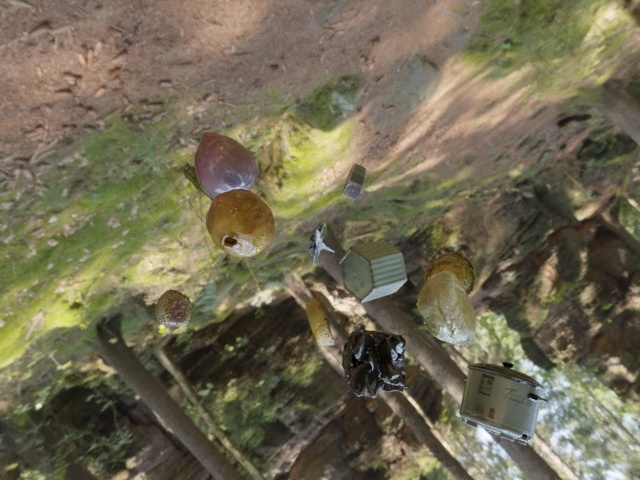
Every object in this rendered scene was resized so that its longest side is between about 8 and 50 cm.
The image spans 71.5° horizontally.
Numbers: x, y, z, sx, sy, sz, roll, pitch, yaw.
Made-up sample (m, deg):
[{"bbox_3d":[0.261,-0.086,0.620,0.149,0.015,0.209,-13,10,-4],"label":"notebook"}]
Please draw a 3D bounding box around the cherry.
[{"bbox_3d":[-0.360,-0.266,1.630,0.239,0.239,0.206,131,-21,-57],"label":"cherry"}]

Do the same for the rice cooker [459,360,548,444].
[{"bbox_3d":[0.577,0.501,1.419,0.280,0.241,0.227,-9,-121,61],"label":"rice cooker"}]

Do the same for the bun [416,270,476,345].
[{"bbox_3d":[0.352,0.199,1.268,0.134,0.221,0.220,-22,-172,29],"label":"bun"}]

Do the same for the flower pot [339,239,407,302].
[{"bbox_3d":[0.216,0.124,1.848,0.189,0.239,0.209,-11,123,-32],"label":"flower pot"}]

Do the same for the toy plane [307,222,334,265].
[{"bbox_3d":[-0.014,-0.001,1.571,0.234,0.082,0.160,52,51,-64],"label":"toy plane"}]

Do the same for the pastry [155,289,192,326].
[{"bbox_3d":[-0.752,0.347,2.275,0.093,0.182,0.192,-2,161,35],"label":"pastry"}]

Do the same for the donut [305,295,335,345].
[{"bbox_3d":[-0.006,0.288,1.555,0.065,0.178,0.162,-20,-173,-5],"label":"donut"}]

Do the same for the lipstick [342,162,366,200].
[{"bbox_3d":[0.149,-0.259,1.923,0.290,0.077,0.076,-70,-175,-66],"label":"lipstick"}]

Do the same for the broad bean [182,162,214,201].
[{"bbox_3d":[-0.547,-0.236,2.060,0.098,0.318,0.056,-22,163,-28],"label":"broad bean"}]

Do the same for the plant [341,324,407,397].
[{"bbox_3d":[0.166,0.358,1.330,0.276,0.188,0.199,108,-12,-79],"label":"plant"}]

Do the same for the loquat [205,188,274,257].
[{"bbox_3d":[-0.252,-0.057,1.418,0.193,0.238,0.238,-56,172,24],"label":"loquat"}]

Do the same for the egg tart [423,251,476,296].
[{"bbox_3d":[0.491,0.147,1.714,0.212,0.213,0.090,-45,150,21],"label":"egg tart"}]
